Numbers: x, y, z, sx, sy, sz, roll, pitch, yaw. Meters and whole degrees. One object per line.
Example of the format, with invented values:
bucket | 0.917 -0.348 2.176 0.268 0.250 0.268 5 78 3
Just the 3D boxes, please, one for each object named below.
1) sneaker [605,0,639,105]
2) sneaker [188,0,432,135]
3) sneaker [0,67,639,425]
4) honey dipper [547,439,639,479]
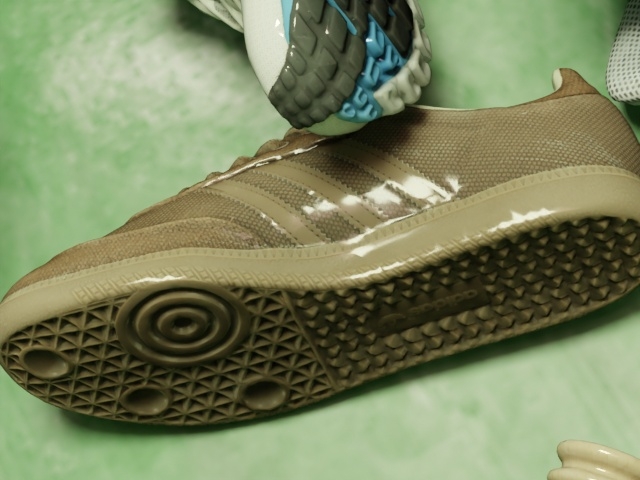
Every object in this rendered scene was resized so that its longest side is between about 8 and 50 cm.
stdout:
sneaker | 0.161 -0.069 0.464 0.210 0.137 0.366 -18 44 16
sneaker | -0.019 -0.083 0.566 0.083 0.071 0.190 -24 33 15
sneaker | 0.000 0.000 0.547 0.188 0.066 0.071 -11 47 2
honey dipper | 0.048 0.129 0.485 0.030 0.030 0.160 17 73 20
